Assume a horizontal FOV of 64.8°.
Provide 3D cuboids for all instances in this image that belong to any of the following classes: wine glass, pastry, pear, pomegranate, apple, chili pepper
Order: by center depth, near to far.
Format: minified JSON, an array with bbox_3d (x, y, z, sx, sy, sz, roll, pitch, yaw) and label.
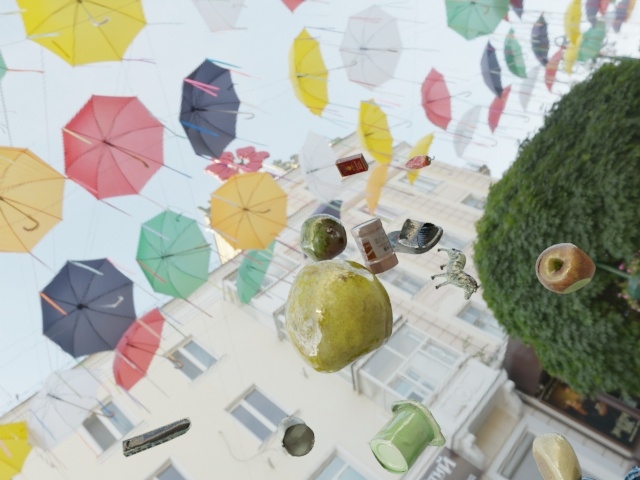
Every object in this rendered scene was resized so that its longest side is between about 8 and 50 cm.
[{"bbox_3d":[0.641,0.600,1.360,0.092,0.156,0.156,-22,-42,2],"label":"pastry"},{"bbox_3d":[0.043,0.193,1.368,0.304,0.304,0.303,-30,-47,-39],"label":"pear"},{"bbox_3d":[0.751,0.082,1.549,0.147,0.146,0.163,11,-46,-38],"label":"apple"},{"bbox_3d":[-0.085,0.606,1.579,0.103,0.103,0.222,-52,1,-16],"label":"wine glass"},{"bbox_3d":[0.000,0.000,1.816,0.180,0.180,0.210,-43,3,-27],"label":"pomegranate"},{"bbox_3d":[0.414,-0.326,2.109,0.050,0.191,0.059,17,-99,-29],"label":"chili pepper"}]

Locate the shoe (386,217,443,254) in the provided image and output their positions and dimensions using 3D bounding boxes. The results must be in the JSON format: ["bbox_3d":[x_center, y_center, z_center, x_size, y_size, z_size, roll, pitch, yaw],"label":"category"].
[{"bbox_3d":[0.286,-0.019,1.678,0.093,0.241,0.108,48,-120,-26],"label":"shoe"}]

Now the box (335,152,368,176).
[{"bbox_3d":[0.088,-0.211,1.419,0.051,0.082,0.023,59,-146,-33],"label":"box"}]

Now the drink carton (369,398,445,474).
[{"bbox_3d":[0.215,0.518,1.321,0.142,0.146,0.144,-29,-90,-40],"label":"drink carton"}]

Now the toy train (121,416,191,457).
[{"bbox_3d":[-0.485,0.586,1.509,0.208,0.043,0.047,-19,-45,-10],"label":"toy train"}]

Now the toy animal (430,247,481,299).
[{"bbox_3d":[0.490,0.110,1.813,0.073,0.176,0.216,45,-132,-34],"label":"toy animal"}]

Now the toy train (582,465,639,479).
[{"bbox_3d":[0.758,0.733,1.246,0.300,0.265,0.188,-34,-16,36],"label":"toy train"}]

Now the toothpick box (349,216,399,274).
[{"bbox_3d":[0.160,0.017,1.498,0.098,0.098,0.148,-28,-83,-40],"label":"toothpick box"}]
